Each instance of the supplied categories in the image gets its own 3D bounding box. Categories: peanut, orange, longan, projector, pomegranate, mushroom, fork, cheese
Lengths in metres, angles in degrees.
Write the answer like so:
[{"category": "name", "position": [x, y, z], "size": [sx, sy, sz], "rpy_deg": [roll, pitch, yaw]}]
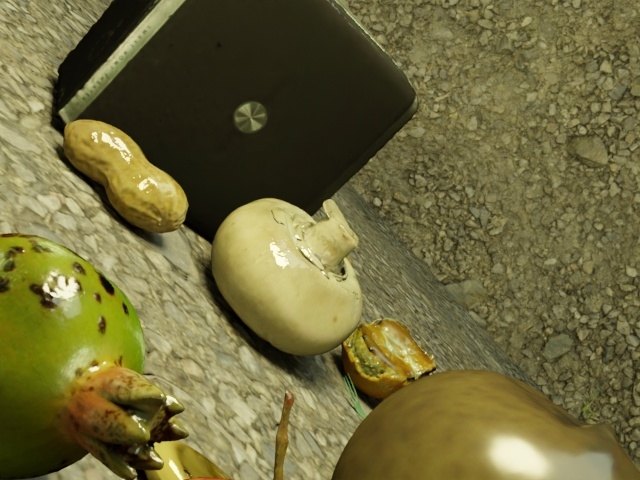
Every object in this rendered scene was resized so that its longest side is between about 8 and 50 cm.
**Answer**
[{"category": "peanut", "position": [-0.254, -0.083, 1.006], "size": [0.193, 0.089, 0.089], "rpy_deg": [42, 11, 1]}, {"category": "orange", "position": [0.099, 0.193, 1.247], "size": [0.169, 0.112, 0.160], "rpy_deg": [22, 26, -4]}, {"category": "longan", "position": [0.152, 0.268, 0.720], "size": [0.319, 0.319, 0.319], "rpy_deg": [44, 12, -12]}, {"category": "projector", "position": [-0.124, -0.234, 1.185], "size": [0.405, 0.395, 0.242], "rpy_deg": [37, 15, -33]}, {"category": "pomegranate", "position": [-0.173, 0.080, 0.491], "size": [0.205, 0.159, 0.159], "rpy_deg": [21, -1, 28]}, {"category": "mushroom", "position": [-0.034, 0.037, 1.089], "size": [0.246, 0.202, 0.246], "rpy_deg": [39, 24, -21]}, {"category": "fork", "position": [0.106, 0.296, 1.150], "size": [0.235, 0.021, 0.039], "rpy_deg": [50, 16, 9]}, {"category": "cheese", "position": [-0.127, 0.186, 0.646], "size": [0.162, 0.036, 0.086], "rpy_deg": [45, 10, -10]}]

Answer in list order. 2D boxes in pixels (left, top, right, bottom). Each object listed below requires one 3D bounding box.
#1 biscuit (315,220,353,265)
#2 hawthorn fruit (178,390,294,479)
[{"category": "biscuit", "position": [0.000, 0.000, 1.723], "size": [0.188, 0.040, 0.265], "rpy_deg": [49, 10, 9]}, {"category": "hawthorn fruit", "position": [-0.058, 0.197, 0.437], "size": [0.162, 0.203, 0.163], "rpy_deg": [41, 15, -14]}]
